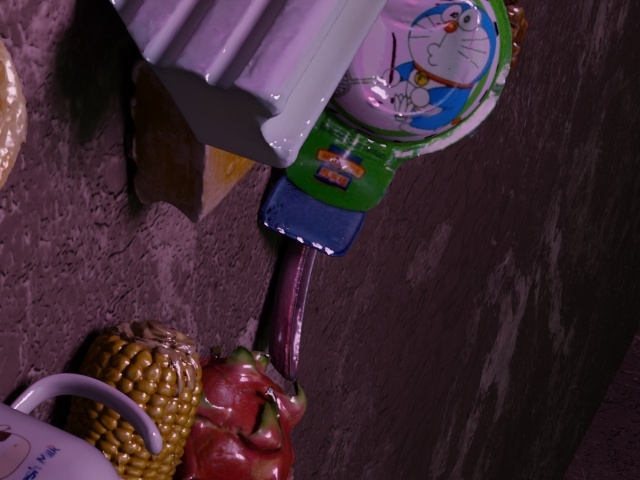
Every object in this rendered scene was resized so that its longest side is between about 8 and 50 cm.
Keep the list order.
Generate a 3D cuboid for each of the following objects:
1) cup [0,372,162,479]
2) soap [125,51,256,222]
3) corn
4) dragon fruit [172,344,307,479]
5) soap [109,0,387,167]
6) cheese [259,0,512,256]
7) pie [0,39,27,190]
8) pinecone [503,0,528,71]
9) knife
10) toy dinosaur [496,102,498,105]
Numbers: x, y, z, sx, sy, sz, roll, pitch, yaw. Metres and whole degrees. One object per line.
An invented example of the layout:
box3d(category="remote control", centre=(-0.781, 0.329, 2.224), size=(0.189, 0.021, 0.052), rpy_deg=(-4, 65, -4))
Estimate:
box3d(category="cup", centre=(-0.195, 0.187, 1.162), size=(0.173, 0.142, 0.134), rpy_deg=(-32, 137, -61))
box3d(category="soap", centre=(-0.064, -0.136, 1.308), size=(0.232, 0.073, 0.140), rpy_deg=(-52, 157, -44))
box3d(category="corn", centre=(-0.172, 0.201, 1.311), size=(0.106, 0.106, 0.293), rpy_deg=(-4, 116, -69))
box3d(category="dragon fruit", centre=(-0.089, 0.200, 1.411), size=(0.135, 0.137, 0.236), rpy_deg=(132, -30, -65))
box3d(category="soap", centre=(-0.035, -0.206, 1.169), size=(0.289, 0.173, 0.095), rpy_deg=(-61, 159, -25))
box3d(category="cheese", centre=(0.055, -0.132, 1.500), size=(0.320, 0.204, 0.083), rpy_deg=(-62, -164, 15))
box3d(category="pie", centre=(-0.233, -0.076, 0.903), size=(0.179, 0.084, 0.205), rpy_deg=(-60, 155, -27))
box3d(category="pinecone", centre=(0.120, -0.216, 1.608), size=(0.173, 0.174, 0.173), rpy_deg=(-53, 153, -41))
box3d(category="knife", centre=(-0.002, 0.000, 1.626), size=(0.123, 0.053, 0.278), rpy_deg=(12, 98, -75))
box3d(category="toy dinosaur", centre=(0.179, -0.174, 1.938), size=(0.049, 0.055, 0.154), rpy_deg=(-66, 162, -2))
